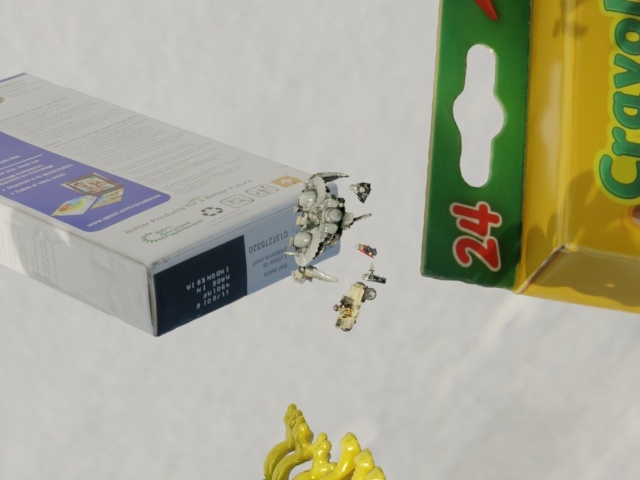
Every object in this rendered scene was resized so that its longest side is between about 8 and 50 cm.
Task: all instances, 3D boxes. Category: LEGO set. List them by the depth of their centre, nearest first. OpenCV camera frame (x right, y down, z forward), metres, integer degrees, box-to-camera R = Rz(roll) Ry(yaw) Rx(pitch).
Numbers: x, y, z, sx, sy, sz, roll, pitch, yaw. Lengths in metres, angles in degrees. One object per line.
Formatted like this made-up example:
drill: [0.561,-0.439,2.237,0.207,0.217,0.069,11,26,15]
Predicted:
LEGO set: [0.001,-0.001,0.805,0.023,0.083,0.054,17,104,-27]

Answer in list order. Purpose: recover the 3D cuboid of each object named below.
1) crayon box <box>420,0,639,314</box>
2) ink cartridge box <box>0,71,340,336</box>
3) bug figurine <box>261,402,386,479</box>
crayon box: [0.219,-0.056,1.049,0.319,0.202,0.081,8,158,-11]
ink cartridge box: [-0.174,-0.038,1.471,0.176,0.371,0.069,-25,124,-38]
bug figurine: [0.013,0.205,0.865,0.072,0.216,0.279,-21,111,-9]
